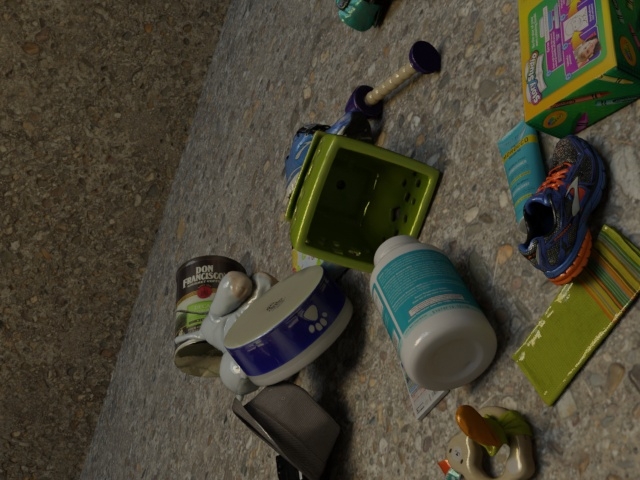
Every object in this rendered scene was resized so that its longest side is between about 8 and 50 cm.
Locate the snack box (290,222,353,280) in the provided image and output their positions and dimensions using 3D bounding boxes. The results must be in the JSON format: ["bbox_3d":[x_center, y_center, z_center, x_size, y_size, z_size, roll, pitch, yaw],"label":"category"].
[{"bbox_3d":[0.000,0.000,1.654,0.174,0.070,0.207,-48,37,45],"label":"snack box"}]

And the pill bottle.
[{"bbox_3d":[0.167,0.102,1.166,0.146,0.146,0.264,-61,29,27],"label":"pill bottle"}]

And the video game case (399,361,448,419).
[{"bbox_3d":[0.175,0.230,1.235,0.087,0.011,0.122,-57,31,34],"label":"video game case"}]

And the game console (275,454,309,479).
[{"bbox_3d":[-0.057,0.520,1.548,0.107,0.071,0.122,-28,45,17],"label":"game console"}]

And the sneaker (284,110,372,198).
[{"bbox_3d":[-0.004,-0.218,1.678,0.330,0.130,0.147,-36,67,53],"label":"sneaker"}]

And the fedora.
[{"bbox_3d":[-0.049,0.368,1.436,0.124,0.243,0.275,-48,27,-15],"label":"fedora"}]

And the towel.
[{"bbox_3d":[0.340,0.100,0.958,0.237,0.021,0.102,-63,27,25],"label":"towel"}]

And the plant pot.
[{"bbox_3d":[0.062,-0.084,1.407,0.207,0.227,0.228,-130,58,-67],"label":"plant pot"}]

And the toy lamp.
[{"bbox_3d":[0.141,-0.329,1.541,0.275,0.080,0.080,-31,49,56],"label":"toy lamp"}]

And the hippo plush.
[{"bbox_3d":[-0.174,0.224,1.676,0.234,0.294,0.236,99,157,-43],"label":"hippo plush"}]

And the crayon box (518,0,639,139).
[{"bbox_3d":[0.374,-0.308,1.046,0.165,0.081,0.278,-33,48,55],"label":"crayon box"}]

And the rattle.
[{"bbox_3d":[0.191,0.306,1.021,0.200,0.143,0.130,-33,66,47],"label":"rattle"}]

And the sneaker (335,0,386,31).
[{"bbox_3d":[0.120,-0.562,1.653,0.178,0.124,0.295,-60,21,19],"label":"sneaker"}]

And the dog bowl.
[{"bbox_3d":[-0.067,0.172,1.499,0.265,0.104,0.265,-35,13,10],"label":"dog bowl"}]

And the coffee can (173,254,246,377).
[{"bbox_3d":[-0.299,0.209,1.999,0.201,0.201,0.275,-51,35,41],"label":"coffee can"}]

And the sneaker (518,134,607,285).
[{"bbox_3d":[0.323,-0.054,0.978,0.083,0.087,0.221,-35,35,58],"label":"sneaker"}]

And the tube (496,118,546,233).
[{"bbox_3d":[0.313,-0.102,1.105,0.080,0.052,0.207,-39,36,37],"label":"tube"}]
